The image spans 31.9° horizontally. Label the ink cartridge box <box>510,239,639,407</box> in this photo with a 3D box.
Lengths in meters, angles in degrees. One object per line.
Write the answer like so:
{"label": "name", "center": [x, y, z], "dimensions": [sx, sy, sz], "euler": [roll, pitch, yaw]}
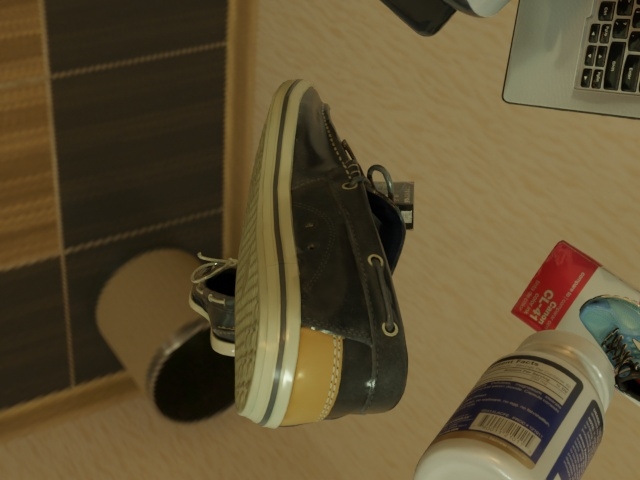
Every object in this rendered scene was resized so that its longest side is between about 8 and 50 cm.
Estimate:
{"label": "ink cartridge box", "center": [0.437, 0.147, 1.499], "dimensions": [0.131, 0.306, 0.226], "euler": [-54, 148, 7]}

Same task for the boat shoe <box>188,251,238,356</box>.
{"label": "boat shoe", "center": [-0.110, 0.064, 1.355], "dimensions": [0.095, 0.254, 0.079], "euler": [4, 104, -9]}

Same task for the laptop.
{"label": "laptop", "center": [0.279, -0.311, 1.034], "dimensions": [0.236, 0.408, 0.382], "euler": [5, 98, -39]}

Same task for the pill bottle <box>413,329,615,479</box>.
{"label": "pill bottle", "center": [0.225, 0.216, 1.238], "dimensions": [0.265, 0.153, 0.153], "euler": [-41, 145, -47]}

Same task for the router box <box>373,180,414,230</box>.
{"label": "router box", "center": [0.080, -0.048, 1.503], "dimensions": [0.092, 0.122, 0.038], "euler": [0, 107, 5]}

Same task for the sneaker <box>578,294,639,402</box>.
{"label": "sneaker", "center": [0.323, 0.120, 1.145], "dimensions": [0.073, 0.162, 0.063], "euler": [-15, 142, -40]}

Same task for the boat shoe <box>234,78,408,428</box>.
{"label": "boat shoe", "center": [0.000, 0.000, 1.147], "dimensions": [0.156, 0.500, 0.186], "euler": [8, 124, -9]}

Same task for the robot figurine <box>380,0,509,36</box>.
{"label": "robot figurine", "center": [0.164, -0.343, 1.136], "dimensions": [0.174, 0.209, 0.278], "euler": [18, 128, -36]}
